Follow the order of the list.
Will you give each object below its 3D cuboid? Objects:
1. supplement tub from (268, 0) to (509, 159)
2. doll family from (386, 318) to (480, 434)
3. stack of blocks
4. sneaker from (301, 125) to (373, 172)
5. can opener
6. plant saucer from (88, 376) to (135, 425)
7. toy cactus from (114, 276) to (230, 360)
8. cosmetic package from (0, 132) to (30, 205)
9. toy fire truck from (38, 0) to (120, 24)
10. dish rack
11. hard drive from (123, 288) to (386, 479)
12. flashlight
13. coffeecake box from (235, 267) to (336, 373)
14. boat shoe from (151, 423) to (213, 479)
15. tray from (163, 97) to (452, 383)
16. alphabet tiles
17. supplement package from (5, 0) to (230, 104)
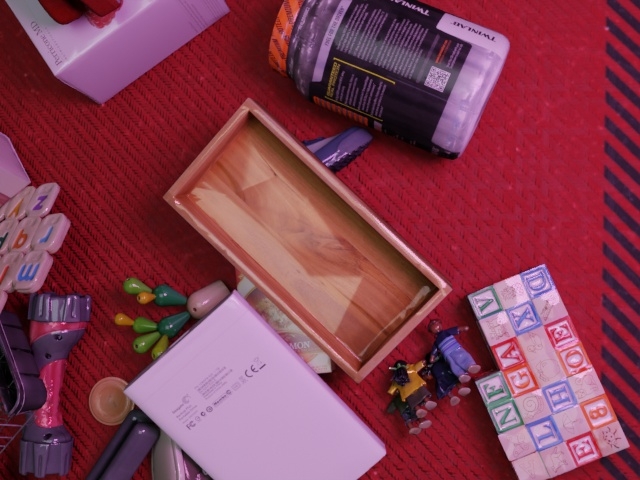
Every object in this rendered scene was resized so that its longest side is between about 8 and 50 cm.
[{"bbox_3d":[0.104,-0.280,1.122,0.338,0.207,0.207,25,89,8],"label":"supplement tub"},{"bbox_3d":[0.169,0.207,1.122,0.193,0.076,0.111,-40,43,10],"label":"doll family"},{"bbox_3d":[0.326,0.205,1.113,0.171,0.087,0.297,-23,83,5],"label":"stack of blocks"},{"bbox_3d":[-0.073,-0.130,1.180,0.319,0.112,0.131,-28,85,3],"label":"sneaker"},{"bbox_3d":[-0.378,0.400,1.171,0.283,0.095,0.076,-56,36,6],"label":"can opener"},{"bbox_3d":[-0.361,0.278,1.233,0.084,0.013,0.083,0,86,7],"label":"plant saucer"},{"bbox_3d":[-0.230,0.137,1.199,0.180,0.112,0.219,-36,79,-16],"label":"toy cactus"},{"bbox_3d":[-0.674,-0.077,1.221,0.296,0.153,0.129,-39,64,4],"label":"cosmetic package"},{"bbox_3d":[-0.373,-0.470,0.997,0.169,0.254,0.302,-23,80,5],"label":"toy fire truck"},{"bbox_3d":[-0.563,0.262,1.178,0.271,0.074,0.208,-47,57,18],"label":"dish rack"},{"bbox_3d":[-0.099,0.280,1.123,0.233,0.047,0.353,-41,100,7],"label":"hard drive"},{"bbox_3d":[-0.448,0.240,1.207,0.103,0.103,0.304,3,87,-18],"label":"flashlight"},{"bbox_3d":[-0.057,0.128,1.179,0.142,0.068,0.185,-7,84,7],"label":"coffeecake box"},{"bbox_3d":[-0.203,0.438,1.158,0.097,0.116,0.324,-1,68,-33],"label":"boat shoe"},{"bbox_3d":[-0.020,-0.001,1.093,0.411,0.076,0.203,43,101,2],"label":"tray"},{"bbox_3d":[-0.542,0.027,1.196,0.284,0.021,0.278,-4,56,29],"label":"alphabet tiles"},{"bbox_3d":[-0.335,-0.400,1.203,0.293,0.175,0.177,-36,82,3],"label":"supplement package"}]
